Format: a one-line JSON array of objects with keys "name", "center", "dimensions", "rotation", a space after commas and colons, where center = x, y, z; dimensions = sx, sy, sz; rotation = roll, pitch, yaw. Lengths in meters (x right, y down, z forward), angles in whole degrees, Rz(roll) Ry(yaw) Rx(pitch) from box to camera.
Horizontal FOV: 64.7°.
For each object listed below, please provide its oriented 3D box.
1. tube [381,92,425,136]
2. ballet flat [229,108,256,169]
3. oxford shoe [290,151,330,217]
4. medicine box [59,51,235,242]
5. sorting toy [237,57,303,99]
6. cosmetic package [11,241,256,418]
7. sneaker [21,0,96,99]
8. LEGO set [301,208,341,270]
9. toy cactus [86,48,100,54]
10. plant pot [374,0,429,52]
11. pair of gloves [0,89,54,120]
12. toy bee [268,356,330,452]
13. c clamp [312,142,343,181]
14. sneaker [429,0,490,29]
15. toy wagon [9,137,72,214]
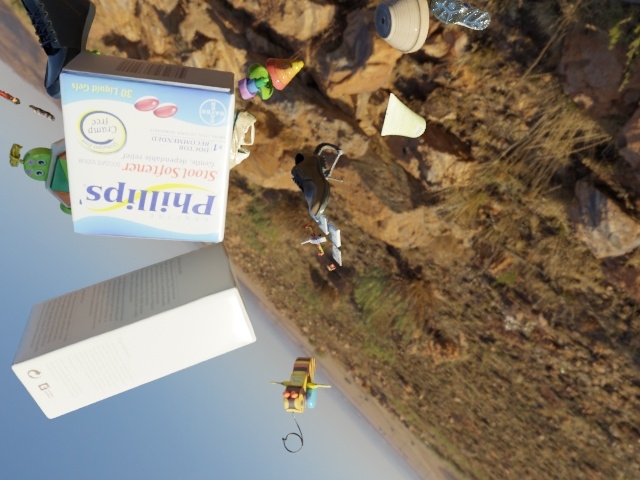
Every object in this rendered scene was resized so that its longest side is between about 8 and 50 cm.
[{"name": "tube", "center": [0.196, -0.292, 1.222], "dimensions": [0.070, 0.062, 0.240], "rotation": [64, -155, 5]}, {"name": "ballet flat", "center": [-0.233, -0.278, 1.461], "dimensions": [0.067, 0.073, 0.206], "rotation": [21, 128, -4]}, {"name": "oxford shoe", "center": [-0.033, -0.143, 1.284], "dimensions": [0.096, 0.082, 0.227], "rotation": [14, -142, -23]}, {"name": "medicine box", "center": [-0.295, -0.159, 0.903], "dimensions": [0.149, 0.264, 0.289], "rotation": [-106, 23, -58]}, {"name": "sorting toy", "center": [-0.160, -0.588, 1.791], "dimensions": [0.126, 0.365, 0.127], "rotation": [-13, 112, 27]}, {"name": "cosmetic package", "center": [-0.397, 0.183, 1.126], "dimensions": [0.230, 0.453, 0.161], "rotation": [-123, 16, -59]}, {"name": "sneaker", "center": [-0.511, -0.384, 0.946], "dimensions": [0.083, 0.222, 0.118], "rotation": [-5, 162, 32]}, {"name": "LEGO set", "center": [0.000, 0.000, 1.683], "dimensions": [0.182, 0.060, 0.244], "rotation": [49, 158, 34]}, {"name": "toy cactus", "center": [-0.751, -0.519, 1.560], "dimensions": [0.112, 0.180, 0.219], "rotation": [33, 179, 28]}, {"name": "plant pot", "center": [0.263, -0.766, 1.748], "dimensions": [0.237, 0.110, 0.237], "rotation": [162, 90, -72]}, {"name": "pair of gloves", "center": [-0.432, -0.198, 0.739], "dimensions": [0.083, 0.010, 0.074], "rotation": [26, -178, -36]}, {"name": "toy bee", "center": [-0.063, 0.488, 1.617], "dimensions": [0.162, 0.195, 0.298], "rotation": [75, 179, -47]}, {"name": "c clamp", "center": [0.029, -0.266, 1.706], "dimensions": [0.137, 0.160, 0.022], "rotation": [12, 148, 13]}, {"name": "sneaker", "center": [0.465, -0.767, 1.710], "dimensions": [0.211, 0.080, 0.081], "rotation": [20, -152, -5]}, {"name": "toy wagon", "center": [-0.572, -0.168, 1.253], "dimensions": [0.344, 0.267, 0.068], "rotation": [3, -136, -37]}]
